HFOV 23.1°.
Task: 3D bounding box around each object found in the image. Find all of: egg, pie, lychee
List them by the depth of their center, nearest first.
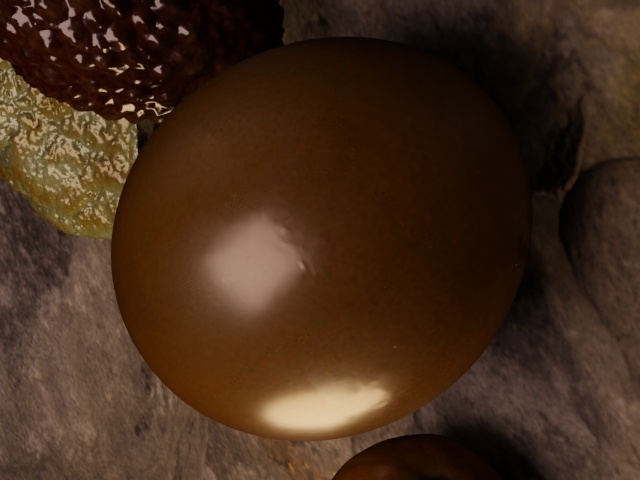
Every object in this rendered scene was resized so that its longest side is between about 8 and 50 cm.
[{"bbox_3d":[0.000,0.000,1.132,0.351,0.283,0.282,-33,85,47],"label":"egg"},{"bbox_3d":[-0.152,-0.205,1.259,0.271,0.236,0.236,38,143,4],"label":"lychee"},{"bbox_3d":[-0.272,-0.133,1.583,0.257,0.105,0.274,8,120,42],"label":"pie"}]

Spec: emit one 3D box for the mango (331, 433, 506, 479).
[{"bbox_3d":[0.103,0.308,1.315,0.211,0.173,0.317,20,135,47],"label":"mango"}]
